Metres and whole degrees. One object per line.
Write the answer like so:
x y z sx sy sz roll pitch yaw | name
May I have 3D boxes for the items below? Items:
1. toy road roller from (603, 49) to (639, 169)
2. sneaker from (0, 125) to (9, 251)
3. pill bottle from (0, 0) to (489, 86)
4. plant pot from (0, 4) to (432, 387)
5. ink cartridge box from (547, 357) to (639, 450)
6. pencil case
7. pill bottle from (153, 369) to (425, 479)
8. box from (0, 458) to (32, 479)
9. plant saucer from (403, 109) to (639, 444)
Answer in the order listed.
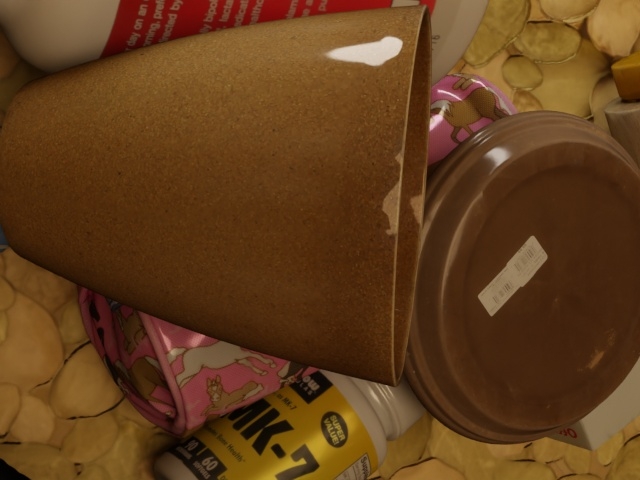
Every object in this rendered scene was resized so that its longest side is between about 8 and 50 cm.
0.469 -0.128 1.113 0.330 0.241 0.202 -26 104 -24 | toy road roller
-0.280 -0.075 0.821 0.211 0.080 0.081 46 70 -20 | sneaker
-0.096 -0.225 0.824 0.408 0.229 0.229 -1 93 -28 | pill bottle
-0.065 -0.036 0.732 0.254 0.237 0.237 4 91 7 | plant pot
0.225 0.080 1.063 0.127 0.128 0.176 -30 107 -23 | ink cartridge box
0.000 0.000 0.928 0.386 0.160 0.167 -27 122 -23 | pencil case
-0.022 0.168 0.946 0.208 0.119 0.119 -36 108 -22 | pill bottle
-0.253 0.325 0.729 0.313 0.179 0.343 33 79 4 | box
0.180 0.035 0.926 0.278 0.041 0.277 -6 102 -29 | plant saucer
